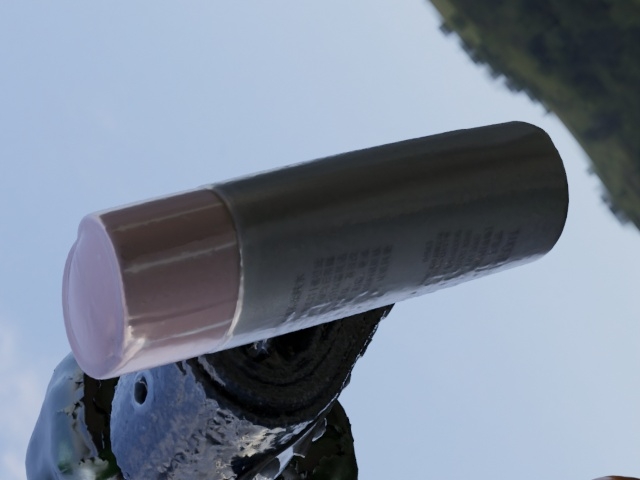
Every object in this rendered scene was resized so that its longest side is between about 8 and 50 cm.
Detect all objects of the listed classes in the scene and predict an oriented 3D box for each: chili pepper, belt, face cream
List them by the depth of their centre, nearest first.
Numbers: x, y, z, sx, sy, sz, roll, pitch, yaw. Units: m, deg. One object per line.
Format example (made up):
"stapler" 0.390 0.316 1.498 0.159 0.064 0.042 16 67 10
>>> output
"face cream" 0.000 0.000 0.640 0.198 0.084 0.057 -12 -120 -28
"belt" -0.036 0.057 0.977 0.122 0.128 0.218 34 -147 0
"chili pepper" -0.109 0.201 1.349 0.233 0.256 0.248 -11 -114 -31

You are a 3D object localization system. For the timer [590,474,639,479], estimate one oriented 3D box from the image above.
"timer" 0.114 0.240 0.663 0.161 0.250 0.257 -1 -109 -9
